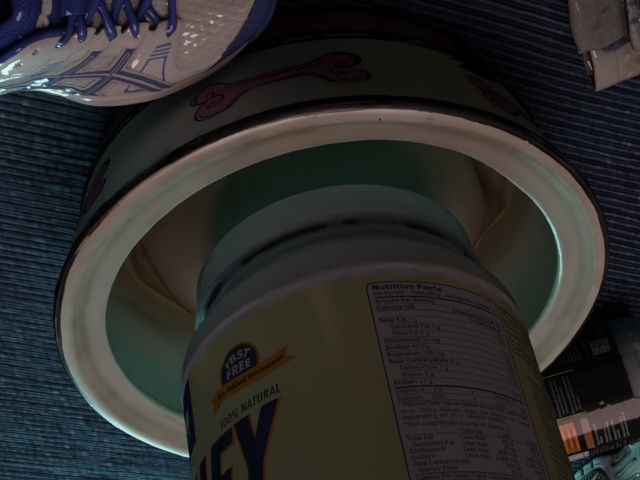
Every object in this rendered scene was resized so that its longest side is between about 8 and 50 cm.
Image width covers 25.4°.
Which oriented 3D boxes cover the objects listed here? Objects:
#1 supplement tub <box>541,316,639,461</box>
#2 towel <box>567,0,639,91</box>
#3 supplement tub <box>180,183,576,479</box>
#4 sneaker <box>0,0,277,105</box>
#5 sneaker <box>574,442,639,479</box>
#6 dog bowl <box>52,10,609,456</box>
[{"bbox_3d":[0.220,0.150,1.330,0.190,0.117,0.117,-16,139,6],"label":"supplement tub"},{"bbox_3d":[0.312,-0.234,0.927,0.324,0.056,0.312,-15,140,5],"label":"towel"},{"bbox_3d":[0.037,0.148,0.895,0.235,0.325,0.235,-7,139,-6],"label":"supplement tub"},{"bbox_3d":[-0.159,-0.133,0.868,0.296,0.131,0.112,-13,96,-16],"label":"sneaker"},{"bbox_3d":[0.372,0.237,1.502,0.115,0.090,0.232,10,144,-33],"label":"sneaker"},{"bbox_3d":[0.000,0.000,1.082,0.408,0.150,0.408,-7,138,-6],"label":"dog bowl"}]
